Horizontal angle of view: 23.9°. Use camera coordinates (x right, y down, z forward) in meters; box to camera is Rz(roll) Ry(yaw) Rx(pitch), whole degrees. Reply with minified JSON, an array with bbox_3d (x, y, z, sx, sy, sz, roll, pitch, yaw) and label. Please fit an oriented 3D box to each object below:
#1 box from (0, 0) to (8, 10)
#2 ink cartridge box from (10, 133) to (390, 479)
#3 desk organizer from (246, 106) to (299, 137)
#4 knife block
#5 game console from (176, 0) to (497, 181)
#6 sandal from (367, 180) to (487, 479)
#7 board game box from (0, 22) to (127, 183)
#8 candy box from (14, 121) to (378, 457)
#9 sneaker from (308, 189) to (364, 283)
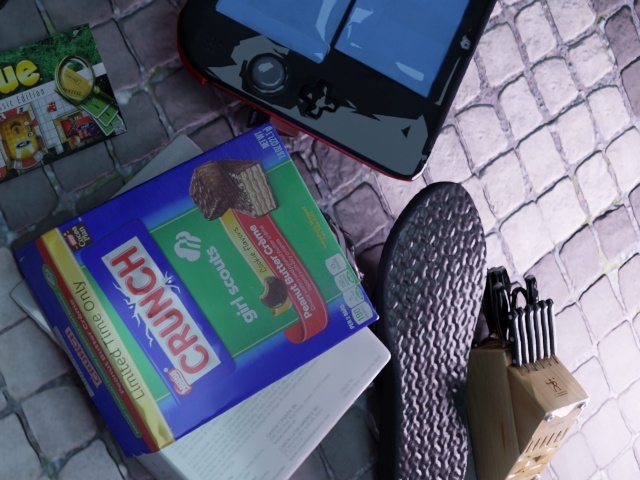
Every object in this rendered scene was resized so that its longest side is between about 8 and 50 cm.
[{"bbox_3d":[-0.433,-0.280,1.595,0.190,0.045,0.184,43,61,-19],"label":"box"},{"bbox_3d":[-0.144,0.113,1.808,0.385,0.091,0.308,47,62,-7],"label":"ink cartridge box"},{"bbox_3d":[-0.045,-0.194,1.893,0.050,0.047,0.130,23,75,-36],"label":"desk organizer"},{"bbox_3d":[0.245,0.183,2.084,0.088,0.242,0.276,-12,140,-35],"label":"knife block"},{"bbox_3d":[0.038,-0.304,1.827,0.342,0.060,0.386,26,75,-5],"label":"game console"},{"bbox_3d":[0.117,0.139,1.980,0.167,0.107,0.446,-4,103,-38],"label":"sandal"},{"bbox_3d":[-0.346,-0.140,1.679,0.259,0.030,0.136,-27,102,-34],"label":"board game box"},{"bbox_3d":[-0.137,0.052,1.707,0.317,0.122,0.268,-29,91,-27],"label":"candy box"},{"bbox_3d":[0.000,0.000,1.916,0.077,0.072,0.178,-45,122,-42],"label":"sneaker"}]
